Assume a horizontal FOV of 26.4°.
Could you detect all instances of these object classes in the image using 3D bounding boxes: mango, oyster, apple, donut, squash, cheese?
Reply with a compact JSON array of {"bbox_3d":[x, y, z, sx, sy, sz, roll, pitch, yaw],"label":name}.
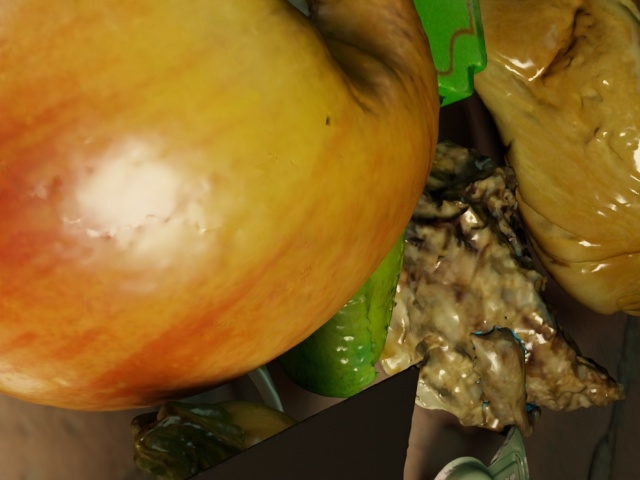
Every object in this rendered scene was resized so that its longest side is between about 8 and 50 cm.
[{"bbox_3d":[-0.001,0.000,0.764,0.119,0.100,0.178,-50,139,-79],"label":"mango"},{"bbox_3d":[0.105,0.032,0.921,0.223,0.083,0.214,-12,79,-48],"label":"oyster"},{"bbox_3d":[-0.082,-0.062,0.583,0.286,0.233,0.286,31,47,-42],"label":"apple"},{"bbox_3d":[0.240,-0.109,1.101,0.360,0.170,0.360,38,41,-43],"label":"donut"},{"bbox_3d":[-0.031,0.117,0.611,0.224,0.094,0.094,56,28,-60],"label":"squash"},{"bbox_3d":[0.099,0.166,0.867,0.121,0.026,0.067,-19,104,-46],"label":"cheese"}]

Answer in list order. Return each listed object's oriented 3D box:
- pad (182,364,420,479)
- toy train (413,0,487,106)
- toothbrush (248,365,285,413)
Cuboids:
[{"bbox_3d":[-0.025,0.215,0.572,0.202,0.005,0.299,-18,117,-55],"label":"pad"},{"bbox_3d":[0.002,-0.165,0.846,0.243,0.132,0.188,9,69,-48],"label":"toy train"},{"bbox_3d":[-0.056,0.024,0.750,0.022,0.026,0.263,-12,82,-61],"label":"toothbrush"}]
